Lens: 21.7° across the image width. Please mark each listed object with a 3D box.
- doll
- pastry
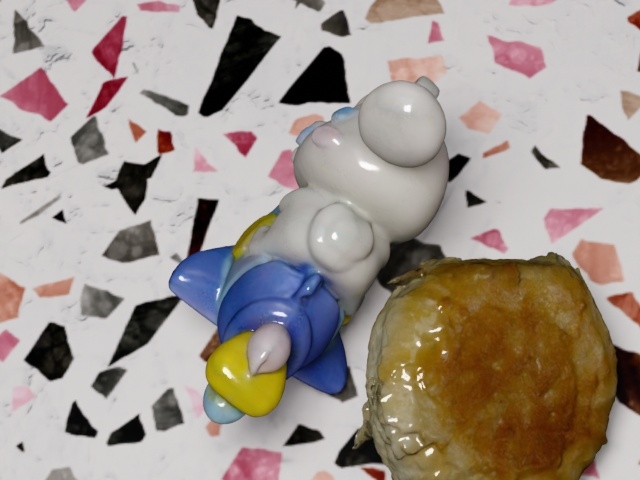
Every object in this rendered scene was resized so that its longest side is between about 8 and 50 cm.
[{"bbox_3d":[-0.007,-0.005,1.566,0.187,0.376,0.366,34,92,16],"label":"doll"},{"bbox_3d":[0.152,0.130,1.520,0.257,0.121,0.236,-3,87,-25],"label":"pastry"}]
